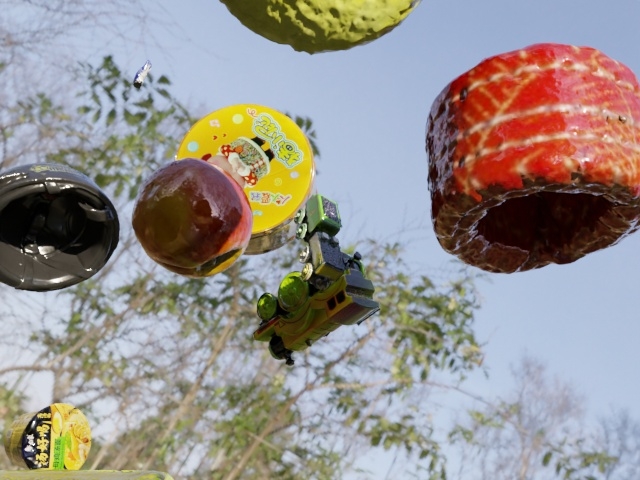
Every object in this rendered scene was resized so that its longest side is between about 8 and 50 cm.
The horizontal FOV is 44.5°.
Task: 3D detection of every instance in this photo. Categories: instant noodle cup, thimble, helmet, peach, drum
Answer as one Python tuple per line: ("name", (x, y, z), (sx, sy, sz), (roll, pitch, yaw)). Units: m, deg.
("instant noodle cup", (-0.563, 0.406, 1.592), (0.122, 0.151, 0.151), (-8, -46, 42))
("thimble", (0.323, -0.111, 1.165), (0.350, 0.231, 0.350), (-2, -25, -1))
("helmet", (-0.508, -0.041, 1.396), (0.279, 0.230, 0.160), (12, 24, -33))
("peach", (-0.279, -0.055, 1.687), (0.281, 0.281, 0.238), (31, -39, 0))
("drum", (-0.214, -0.177, 2.319), (0.431, 0.431, 0.214), (26, -15, 10))

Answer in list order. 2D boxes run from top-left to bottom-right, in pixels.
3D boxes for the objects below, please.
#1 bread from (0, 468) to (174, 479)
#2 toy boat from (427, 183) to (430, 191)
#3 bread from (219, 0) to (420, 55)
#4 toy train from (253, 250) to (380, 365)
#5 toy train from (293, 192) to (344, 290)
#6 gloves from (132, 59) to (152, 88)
("bread", (-0.416, 0.477, 1.264), (0.376, 0.208, 0.251), (-7, -2, 13))
("toy boat", (0.299, -0.137, 1.860), (0.066, 0.172, 0.065), (12, -75, 21))
("bread", (0.019, -0.447, 1.088), (0.348, 0.308, 0.348), (5, -70, 13))
("toy train", (-0.018, 0.137, 1.571), (0.100, 0.161, 0.296), (16, -43, -43))
("toy train", (0.000, 0.000, 1.388), (0.060, 0.202, 0.081), (25, -55, -29))
("gloves", (-0.464, -0.432, 2.034), (0.026, 0.086, 0.064), (26, -26, -12))
